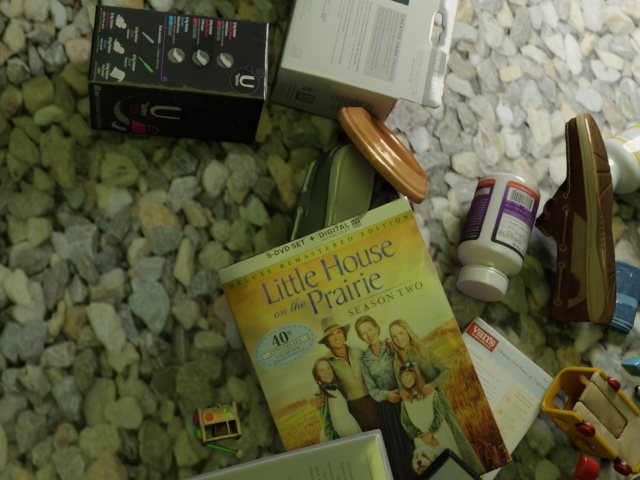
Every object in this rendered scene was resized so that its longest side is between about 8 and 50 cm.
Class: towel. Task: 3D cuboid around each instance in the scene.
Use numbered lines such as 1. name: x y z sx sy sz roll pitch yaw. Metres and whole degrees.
1. towel: 0.503 0.093 1.664 0.067 0.029 0.120 21 68 -4

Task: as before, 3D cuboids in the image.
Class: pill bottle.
1. pill bottle: 0.285 -0.004 1.614 0.108 0.108 0.194 21 69 -3
2. pill bottle: 0.540 -0.141 1.712 0.184 0.103 0.103 -26 78 -17

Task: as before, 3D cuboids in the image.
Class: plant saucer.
1. plant saucer: 0.106 -0.144 1.590 0.037 0.200 0.200 -41 81 15

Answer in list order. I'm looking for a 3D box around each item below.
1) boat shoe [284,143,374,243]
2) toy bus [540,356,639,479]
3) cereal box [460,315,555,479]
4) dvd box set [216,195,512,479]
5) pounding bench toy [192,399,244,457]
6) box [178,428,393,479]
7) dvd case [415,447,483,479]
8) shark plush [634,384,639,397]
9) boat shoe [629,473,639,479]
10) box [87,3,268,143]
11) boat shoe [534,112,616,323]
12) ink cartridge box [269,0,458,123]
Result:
1. boat shoe: 0.000 0.000 1.581 0.116 0.099 0.320 23 77 -40
2. toy bus: 0.435 0.286 1.542 0.190 0.104 0.202 -3 89 -30
3. cereal box: 0.238 0.261 1.545 0.173 0.047 0.240 41 68 4
4. dvd box set: 0.063 0.183 1.457 0.307 0.062 0.421 -21 88 -3
5. pounding bench toy: -0.151 0.286 1.462 0.065 0.052 0.083 -9 73 -13
6. box: -0.060 0.399 1.320 0.345 0.168 0.215 -14 80 2
7. dvd case: 0.209 0.444 1.425 0.253 0.022 0.180 43 91 -10
8. shark plush: 0.582 0.278 1.603 0.067 0.073 0.161 -8 65 -45
9. boat shoe: 0.562 0.394 1.558 0.152 0.049 0.056 9 70 -7
10. box: -0.226 -0.260 1.578 0.270 0.165 0.143 4 70 -9
11. boat shoe: 0.408 -0.034 1.617 0.123 0.123 0.342 -4 93 27
12. ink cartridge box: 0.081 -0.360 1.689 0.271 0.130 0.310 15 69 -7
